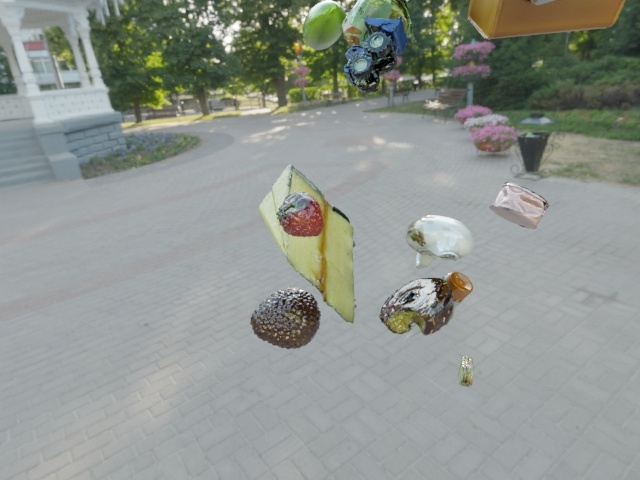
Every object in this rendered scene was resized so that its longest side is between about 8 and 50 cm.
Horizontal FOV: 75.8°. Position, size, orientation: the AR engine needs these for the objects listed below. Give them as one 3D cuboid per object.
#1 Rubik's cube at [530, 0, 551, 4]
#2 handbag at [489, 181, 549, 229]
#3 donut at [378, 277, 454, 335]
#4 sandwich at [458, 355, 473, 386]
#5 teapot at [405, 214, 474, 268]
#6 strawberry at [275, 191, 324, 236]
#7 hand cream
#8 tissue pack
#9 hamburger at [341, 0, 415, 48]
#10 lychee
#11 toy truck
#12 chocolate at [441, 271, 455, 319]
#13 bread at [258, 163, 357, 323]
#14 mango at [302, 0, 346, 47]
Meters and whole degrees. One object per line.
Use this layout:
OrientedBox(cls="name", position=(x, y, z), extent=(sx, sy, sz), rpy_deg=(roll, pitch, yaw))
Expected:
OrientedBox(cls="Rubik's cube", position=(0.466, -0.634, 0.580), extent=(0.346, 0.347, 0.344), rpy_deg=(-16, -11, -1))
OrientedBox(cls="handbag", position=(0.765, -0.134, 1.581), extent=(0.179, 0.116, 0.205), rpy_deg=(30, 2, -33))
OrientedBox(cls="donut", position=(0.297, 0.204, 1.243), extent=(0.230, 0.096, 0.216), rpy_deg=(-23, 16, 33))
OrientedBox(cls="sandwich", position=(0.469, 0.435, 1.325), extent=(0.035, 0.093, 0.105), rpy_deg=(8, 13, 14))
OrientedBox(cls="teapot", position=(0.358, 0.010, 1.258), extent=(0.204, 0.140, 0.298), rpy_deg=(12, -9, 3))
OrientedBox(cls="strawberry", position=(-0.039, -0.049, 0.860), extent=(0.106, 0.106, 0.106), rpy_deg=(-5, 22, 2))
OrientedBox(cls="hand cream", position=(0.387, 0.236, 1.407), extent=(0.089, 0.314, 0.139), rpy_deg=(45, 44, 14))
OrientedBox(cls="tissue pack", position=(0.478, -0.545, 0.849), extent=(0.274, 0.194, 0.145), rpy_deg=(-7, 48, -1))
OrientedBox(cls="hamburger", position=(0.205, -0.696, 1.337), extent=(0.214, 0.235, 0.125), rpy_deg=(-23, 46, 51))
OrientedBox(cls="lychee", position=(-0.124, 0.292, 1.525), extent=(0.271, 0.236, 0.236), rpy_deg=(-3, 19, -22))
OrientedBox(cls="toy truck", position=(0.155, -0.550, 1.198), extent=(0.126, 0.208, 0.113), rpy_deg=(43, 5, 23))
OrientedBox(cls="chocolate", position=(0.549, 0.255, 1.800), extent=(0.110, 0.248, 0.110), rpy_deg=(8, 19, -3))
OrientedBox(cls="bread", position=(0.000, 0.000, 1.325), extent=(0.242, 0.345, 0.405), rpy_deg=(-47, 32, 5))
OrientedBox(cls="mango", position=(0.021, -0.893, 1.689), extent=(0.192, 0.156, 0.343), rpy_deg=(-44, 16, 4))
